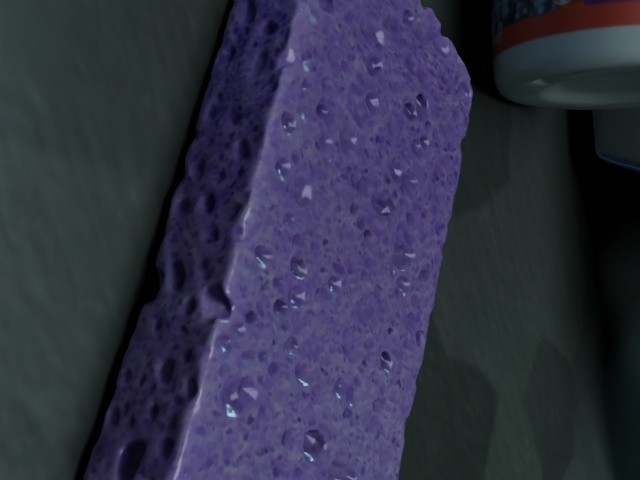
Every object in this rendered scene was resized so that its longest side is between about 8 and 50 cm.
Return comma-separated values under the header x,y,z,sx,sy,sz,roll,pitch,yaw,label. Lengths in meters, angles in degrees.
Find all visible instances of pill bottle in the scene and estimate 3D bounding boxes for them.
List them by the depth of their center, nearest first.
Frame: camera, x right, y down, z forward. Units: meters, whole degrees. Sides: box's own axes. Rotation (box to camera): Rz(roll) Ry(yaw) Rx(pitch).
x,y,z,sx,sy,sz,roll,pitch,yaw,label
0.128,-0.162,0.544,0.108,0.108,0.193,8,79,-58,pill bottle

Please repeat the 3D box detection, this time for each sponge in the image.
x,y,z,sx,sy,sz,roll,pitch,yaw,label
0.000,0.000,0.388,0.117,0.031,0.210,47,48,-46,sponge

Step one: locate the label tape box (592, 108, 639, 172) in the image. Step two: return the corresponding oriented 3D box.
x,y,z,sx,sy,sz,roll,pitch,yaw,label
0.242,-0.102,0.711,0.249,0.115,0.347,6,81,-59,label tape box
